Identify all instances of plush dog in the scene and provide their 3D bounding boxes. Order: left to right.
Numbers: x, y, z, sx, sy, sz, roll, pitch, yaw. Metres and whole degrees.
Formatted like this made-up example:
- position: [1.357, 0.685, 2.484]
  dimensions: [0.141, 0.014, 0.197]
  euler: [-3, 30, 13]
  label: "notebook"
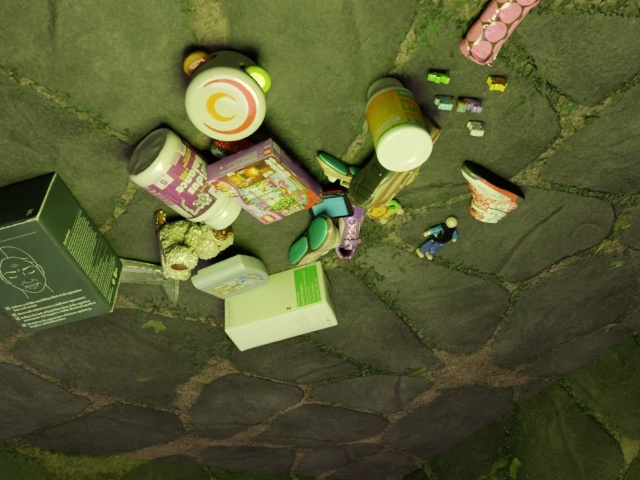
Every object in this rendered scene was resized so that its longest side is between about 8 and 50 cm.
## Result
- position: [-0.379, -0.003, 1.811]
  dimensions: [0.226, 0.210, 0.262]
  euler: [-10, 169, -20]
  label: "plush dog"

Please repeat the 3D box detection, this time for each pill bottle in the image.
- position: [-0.360, -0.156, 1.615]
  dimensions: [0.169, 0.169, 0.302]
  euler: [-30, 135, 23]
  label: "pill bottle"
- position: [0.188, -0.302, 1.489]
  dimensions: [0.137, 0.245, 0.136]
  euler: [-5, 138, -5]
  label: "pill bottle"

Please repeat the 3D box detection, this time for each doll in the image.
- position: [0.401, -0.011, 2.004]
  dimensions: [0.129, 0.046, 0.189]
  euler: [13, 134, -25]
  label: "doll"

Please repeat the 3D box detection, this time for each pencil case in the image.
- position: [0.429, -0.522, 1.403]
  dimensions: [0.098, 0.095, 0.209]
  euler: [38, 131, 2]
  label: "pencil case"

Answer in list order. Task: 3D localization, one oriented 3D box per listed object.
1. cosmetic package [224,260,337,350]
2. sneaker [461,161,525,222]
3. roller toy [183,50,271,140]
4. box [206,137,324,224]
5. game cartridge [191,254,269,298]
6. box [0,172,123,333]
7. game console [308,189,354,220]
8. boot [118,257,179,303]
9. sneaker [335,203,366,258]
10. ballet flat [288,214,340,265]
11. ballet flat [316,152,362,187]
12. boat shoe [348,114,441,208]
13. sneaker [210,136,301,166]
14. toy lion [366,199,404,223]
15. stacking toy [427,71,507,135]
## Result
- position: [-0.142, 0.232, 2.072]
  dimensions: [0.366, 0.196, 0.155]
  euler: [-17, 138, 7]
  label: "cosmetic package"
- position: [0.505, -0.139, 1.846]
  dimensions: [0.270, 0.090, 0.145]
  euler: [20, 129, -32]
  label: "sneaker"
- position: [-0.229, -0.354, 1.434]
  dimensions: [0.210, 0.146, 0.191]
  euler: [5, 128, -7]
  label: "roller toy"
- position: [-0.143, -0.152, 1.612]
  dimensions: [0.201, 0.057, 0.293]
  euler: [-19, 151, 21]
  label: "box"
- position: [-0.278, 0.121, 1.929]
  dimensions: [0.198, 0.062, 0.297]
  euler: [-18, 164, 7]
  label: "game cartridge"
- position: [-0.812, 0.046, 1.705]
  dimensions: [0.294, 0.211, 0.395]
  euler: [-14, 133, 6]
  label: "box"
- position: [0.016, -0.103, 1.776]
  dimensions: [0.144, 0.085, 0.124]
  euler: [-7, -178, 19]
  label: "game console"
- position: [-0.582, 0.136, 1.977]
  dimensions: [0.209, 0.076, 0.189]
  euler: [-2, 124, -18]
  label: "boot"
- position: [0.094, -0.028, 1.888]
  dimensions: [0.095, 0.104, 0.236]
  euler: [3, 136, -11]
  label: "sneaker"
- position: [0.000, 0.000, 1.874]
  dimensions: [0.106, 0.107, 0.316]
  euler: [3, 162, -24]
  label: "ballet flat"
- position: [0.064, -0.192, 1.723]
  dimensions: [0.206, 0.073, 0.067]
  euler: [20, 128, -27]
  label: "ballet flat"
- position: [0.215, -0.213, 1.655]
  dimensions: [0.120, 0.122, 0.324]
  euler: [13, 132, -44]
  label: "boat shoe"
- position: [-0.191, -0.205, 1.641]
  dimensions: [0.262, 0.104, 0.125]
  euler: [16, 135, -25]
  label: "sneaker"
- position: [0.201, -0.098, 1.873]
  dimensions: [0.100, 0.034, 0.096]
  euler: [-30, 141, 21]
  label: "toy lion"
- position: [0.372, -0.373, 1.594]
  dimensions: [0.222, 0.052, 0.166]
  euler: [4, 137, -10]
  label: "stacking toy"
